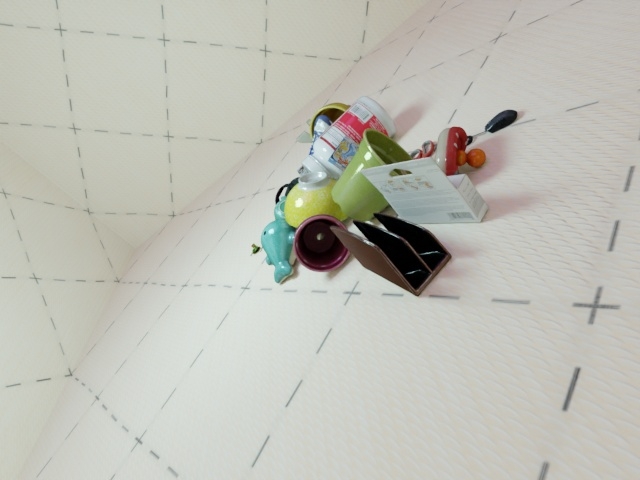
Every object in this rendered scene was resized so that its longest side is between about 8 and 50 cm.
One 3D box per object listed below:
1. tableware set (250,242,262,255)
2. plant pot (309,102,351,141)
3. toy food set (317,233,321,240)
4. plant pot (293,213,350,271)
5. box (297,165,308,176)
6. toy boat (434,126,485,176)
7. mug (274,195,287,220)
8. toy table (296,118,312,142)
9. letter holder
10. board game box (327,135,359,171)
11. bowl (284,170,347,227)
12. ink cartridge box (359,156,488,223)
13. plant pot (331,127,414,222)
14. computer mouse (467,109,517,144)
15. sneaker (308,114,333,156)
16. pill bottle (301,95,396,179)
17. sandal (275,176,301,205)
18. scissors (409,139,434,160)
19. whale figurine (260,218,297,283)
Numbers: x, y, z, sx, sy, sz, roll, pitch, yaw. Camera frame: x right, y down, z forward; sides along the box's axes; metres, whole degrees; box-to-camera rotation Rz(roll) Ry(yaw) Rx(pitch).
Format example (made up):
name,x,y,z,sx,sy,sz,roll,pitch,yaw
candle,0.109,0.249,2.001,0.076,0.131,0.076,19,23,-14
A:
name,x,y,z,sx,sy,sz,roll,pitch,yaw
tableware set,-0.279,0.012,2.221,0.154,0.024,0.104,-24,32,36
plant pot,0.102,-0.572,2.324,0.254,0.254,0.239,-27,15,31
toy food set,-0.038,-0.007,1.880,0.192,0.038,0.132,-15,56,51
plant pot,0.000,0.000,1.667,0.201,0.201,0.180,-43,10,3
box,-0.033,-0.374,2.423,0.159,0.044,0.233,-42,26,5
toy boat,0.451,-0.266,1.489,0.151,0.151,0.231,4,46,18
mug,-0.148,-0.127,2.026,0.158,0.097,0.129,34,66,23
toy table,0.007,-0.585,2.554,0.252,0.161,0.274,-48,27,-8
letter holder,0.186,-0.001,1.346,0.152,0.214,0.302,-48,26,-7
board game box,0.148,-0.324,1.912,0.136,0.201,0.035,-58,4,-25
bowl,-0.016,-0.182,1.848,0.290,0.156,0.289,-8,29,5
ink cartridge box,0.298,-0.154,1.361,0.296,0.261,0.066,1,51,56
plant pot,0.182,-0.207,1.641,0.254,0.276,0.276,-47,21,30
computer mouse,0.554,-0.385,1.593,0.242,0.041,0.071,-25,32,35
sneaker,0.004,-0.439,2.198,0.112,0.296,0.131,7,20,30
pill bottle,0.118,-0.423,2.066,0.408,0.229,0.229,-44,26,0
sandal,-0.149,-0.174,2.184,0.168,0.107,0.445,-28,35,31
scissors,0.377,-0.279,1.712,0.109,0.021,0.297,-29,29,28
whale figurine,-0.168,0.034,1.866,0.216,0.141,0.272,-37,40,36
